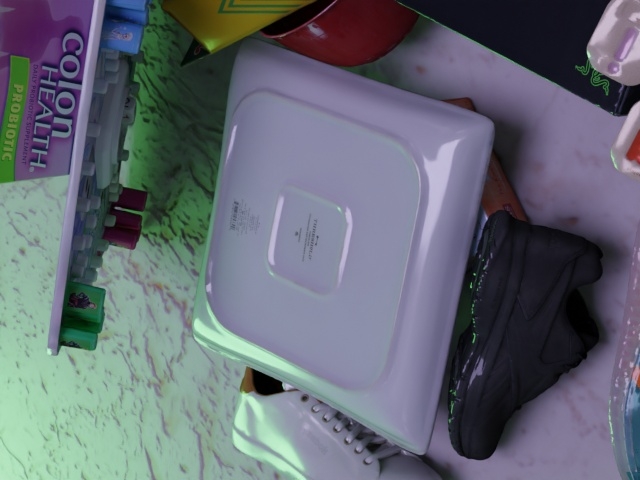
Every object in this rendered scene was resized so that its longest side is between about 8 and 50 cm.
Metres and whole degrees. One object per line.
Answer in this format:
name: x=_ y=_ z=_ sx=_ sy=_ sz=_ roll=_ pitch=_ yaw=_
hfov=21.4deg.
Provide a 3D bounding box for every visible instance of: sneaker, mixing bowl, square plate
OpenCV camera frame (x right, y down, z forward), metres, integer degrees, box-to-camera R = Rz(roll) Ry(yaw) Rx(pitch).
sneaker: x=0.013 y=0.200 z=1.785 sx=0.290 sy=0.106 sz=0.123 roll=19 pitch=112 yaw=39
sneaker: x=0.336 y=0.102 z=1.487 sx=0.121 sy=0.108 sz=0.302 roll=13 pitch=104 yaw=44
mixing bowl: x=0.035 y=-0.238 z=1.675 sx=0.181 sy=0.181 sz=0.098 roll=-22 pitch=125 yaw=41
square plate: x=0.000 y=0.000 z=1.712 sx=0.344 sy=0.049 sz=0.347 roll=23 pitch=110 yaw=38
sneaker: x=0.193 y=0.107 z=1.613 sx=0.130 sy=0.109 sz=0.286 roll=10 pitch=129 yaw=1

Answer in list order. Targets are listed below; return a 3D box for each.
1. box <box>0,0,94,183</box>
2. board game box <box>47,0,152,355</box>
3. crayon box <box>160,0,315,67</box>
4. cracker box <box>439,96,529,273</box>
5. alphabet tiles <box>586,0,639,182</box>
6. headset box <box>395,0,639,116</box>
box: x=-0.351 y=-0.177 z=1.794 sx=0.117 sy=0.243 sz=0.213 roll=30 pitch=118 yaw=39
board game box: x=-0.209 y=-0.121 z=1.786 sx=0.050 sy=0.390 sz=0.390 roll=10 pitch=108 yaw=-2
crayon box: x=-0.033 y=-0.308 z=1.672 sx=0.081 sy=0.202 sz=0.318 roll=41 pitch=141 yaw=-25
cracker box: x=0.085 y=-0.022 z=1.712 sx=0.232 sy=0.067 sz=0.156 roll=-34 pitch=75 yaw=40
alphabet tiles: x=0.367 y=-0.143 z=1.362 sx=0.284 sy=0.021 sz=0.278 roll=28 pitch=113 yaw=9
headset box: x=0.237 y=-0.271 z=1.496 sx=0.283 sy=0.131 sz=0.246 roll=33 pitch=118 yaw=32
